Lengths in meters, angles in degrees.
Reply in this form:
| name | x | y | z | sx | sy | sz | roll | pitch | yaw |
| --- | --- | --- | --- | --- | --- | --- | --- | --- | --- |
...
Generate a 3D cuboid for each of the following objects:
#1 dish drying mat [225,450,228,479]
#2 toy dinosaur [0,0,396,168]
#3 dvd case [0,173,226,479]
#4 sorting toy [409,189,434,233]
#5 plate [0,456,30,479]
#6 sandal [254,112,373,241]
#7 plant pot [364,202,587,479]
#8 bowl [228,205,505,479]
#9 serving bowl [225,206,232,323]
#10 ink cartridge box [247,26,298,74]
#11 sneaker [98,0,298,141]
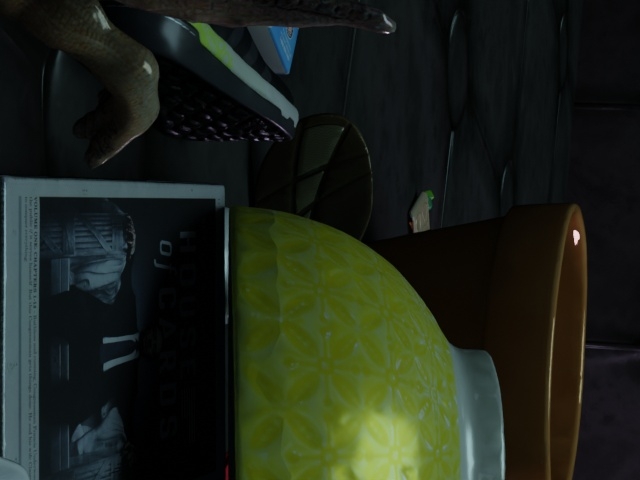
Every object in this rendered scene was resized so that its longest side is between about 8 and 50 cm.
| name | x | y | z | sx | sy | sz | roll | pitch | yaw |
| --- | --- | --- | --- | --- | --- | --- | --- | --- | --- |
| dish drying mat | -0.063 | 0.193 | 1.144 | 0.032 | 0.008 | 0.083 | -62 | 151 | -56 |
| toy dinosaur | -0.112 | -0.149 | 0.517 | 0.127 | 0.296 | 0.200 | -40 | 150 | -6 |
| dvd case | -0.111 | 0.057 | 0.839 | 0.238 | 0.029 | 0.179 | -3 | 93 | -67 |
| sorting toy | 0.111 | -0.021 | 1.752 | 0.083 | 0.012 | 0.062 | -57 | 142 | -56 |
| plate | -0.197 | 0.197 | 0.572 | 0.277 | 0.045 | 0.278 | 51 | 44 | -69 |
| sandal | 0.000 | 0.000 | 1.208 | 0.060 | 0.090 | 0.219 | -95 | 177 | -58 |
| plant pot | 0.132 | 0.107 | 1.487 | 0.291 | 0.203 | 0.291 | 2 | 90 | -75 |
| bowl | 0.023 | 0.124 | 0.943 | 0.289 | 0.156 | 0.289 | 180 | -90 | -86 |
| serving bowl | -0.062 | 0.018 | 1.079 | 0.083 | 0.027 | 0.083 | 2 | 90 | -75 |
| ink cartridge box | -0.044 | -0.212 | 1.037 | 0.104 | 0.061 | 0.181 | 67 | 30 | -59 |
| sneaker | -0.066 | -0.123 | 0.929 | 0.234 | 0.084 | 0.097 | 43 | 50 | -71 |
